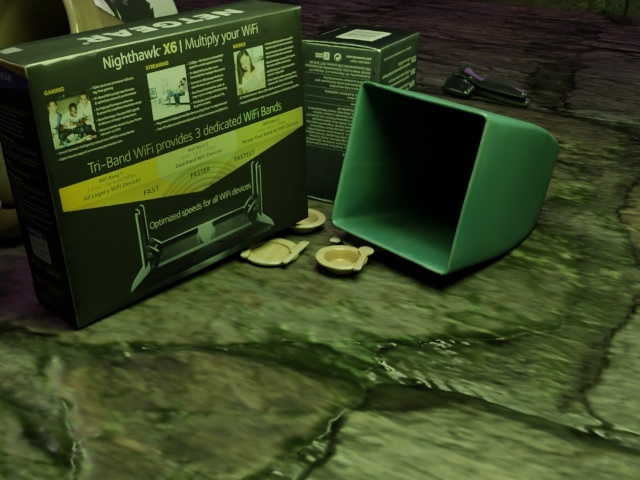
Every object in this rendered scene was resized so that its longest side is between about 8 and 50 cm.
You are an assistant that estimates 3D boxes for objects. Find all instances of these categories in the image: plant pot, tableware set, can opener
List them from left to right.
[{"bbox_3d":[-0.369,-0.262,1.122,0.263,0.263,0.229,18,13,29],"label":"plant pot"},{"bbox_3d":[0.000,0.000,0.828,0.169,0.020,0.141,10,26,17],"label":"tableware set"},{"bbox_3d":[0.164,-0.074,0.842,0.165,0.165,0.234,26,21,39],"label":"plant pot"},{"bbox_3d":[0.336,-0.303,1.466,0.186,0.073,0.059,24,-6,32],"label":"can opener"}]

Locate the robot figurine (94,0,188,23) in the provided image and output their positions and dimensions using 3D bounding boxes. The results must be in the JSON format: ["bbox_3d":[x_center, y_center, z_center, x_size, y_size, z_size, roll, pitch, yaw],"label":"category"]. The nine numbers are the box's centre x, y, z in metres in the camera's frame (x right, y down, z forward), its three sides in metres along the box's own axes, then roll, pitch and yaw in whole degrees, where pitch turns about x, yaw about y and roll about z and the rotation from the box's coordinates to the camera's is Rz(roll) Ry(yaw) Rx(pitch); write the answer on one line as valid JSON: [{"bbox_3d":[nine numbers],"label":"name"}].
[{"bbox_3d":[-0.394,-0.426,1.440,0.209,0.173,0.278,36,45,19],"label":"robot figurine"}]

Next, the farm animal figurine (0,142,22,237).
[{"bbox_3d":[-0.438,-0.086,0.825,0.327,0.172,0.330,20,20,7],"label":"farm animal figurine"}]

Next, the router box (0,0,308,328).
[{"bbox_3d":[-0.146,-0.090,0.724,0.081,0.243,0.309,22,35,37],"label":"router box"}]

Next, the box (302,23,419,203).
[{"bbox_3d":[0.050,-0.167,0.964,0.108,0.207,0.153,13,27,22],"label":"box"}]
